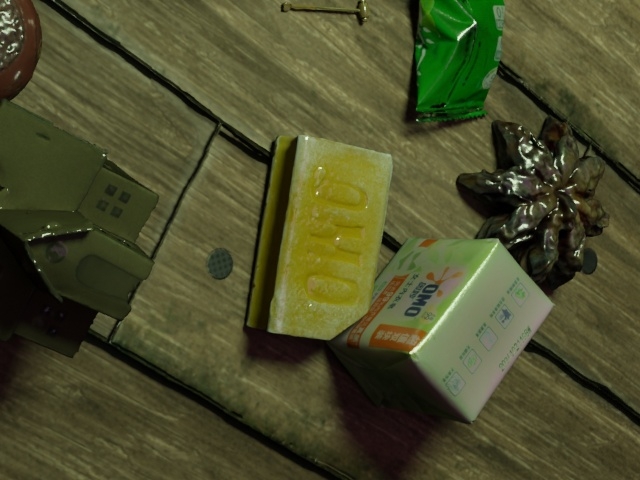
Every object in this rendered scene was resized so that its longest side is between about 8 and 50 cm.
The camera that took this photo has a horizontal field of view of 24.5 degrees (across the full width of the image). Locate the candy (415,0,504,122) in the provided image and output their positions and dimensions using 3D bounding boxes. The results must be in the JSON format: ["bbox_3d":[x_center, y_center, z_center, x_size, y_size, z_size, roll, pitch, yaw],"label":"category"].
[{"bbox_3d":[0.174,-0.250,1.840,0.141,0.078,0.203,-4,100,-34],"label":"candy"}]

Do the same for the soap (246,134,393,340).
[{"bbox_3d":[0.000,0.000,1.733,0.140,0.073,0.232,10,88,-31],"label":"soap"}]

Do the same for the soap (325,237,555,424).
[{"bbox_3d":[0.144,0.104,1.774,0.199,0.182,0.138,-50,117,-23],"label":"soap"}]

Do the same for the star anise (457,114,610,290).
[{"bbox_3d":[0.297,-0.045,1.922,0.223,0.109,0.236,-9,96,-38],"label":"star anise"}]

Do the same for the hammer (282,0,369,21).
[{"bbox_3d":[0.007,-0.277,1.758,0.123,0.014,0.029,-3,86,-33],"label":"hammer"}]

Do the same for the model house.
[{"bbox_3d":[-0.304,-0.020,1.426,0.243,0.204,0.211,28,89,-37],"label":"model house"}]

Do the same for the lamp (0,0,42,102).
[{"bbox_3d":[-0.349,-0.201,1.429,0.156,0.135,0.157,5,75,-13],"label":"lamp"}]
